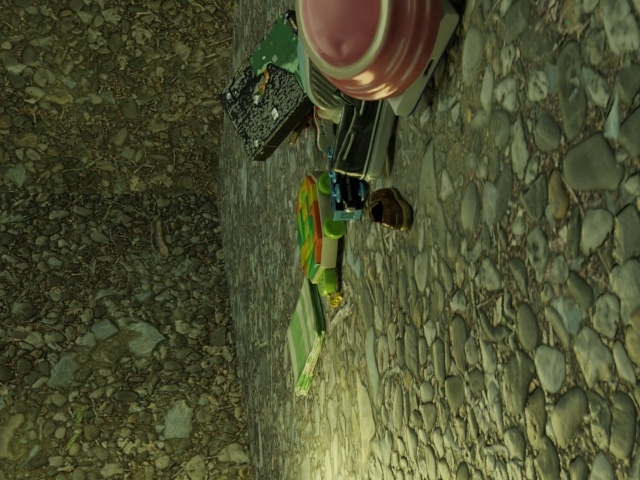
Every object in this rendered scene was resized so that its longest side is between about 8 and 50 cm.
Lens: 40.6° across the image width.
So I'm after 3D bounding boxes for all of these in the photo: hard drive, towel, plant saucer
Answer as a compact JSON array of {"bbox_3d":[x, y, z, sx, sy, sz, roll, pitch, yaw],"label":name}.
[{"bbox_3d":[0.133,-0.405,1.540,0.210,0.040,0.319,116,145,-41],"label":"hard drive"},{"bbox_3d":[-0.119,-0.402,2.267,0.339,0.064,0.237,-46,61,36],"label":"hard drive"},{"bbox_3d":[-0.046,0.258,2.447,0.325,0.038,0.248,105,161,-47],"label":"towel"},{"bbox_3d":[0.062,-0.402,1.460,0.332,0.084,0.332,19,115,48],"label":"plant saucer"}]

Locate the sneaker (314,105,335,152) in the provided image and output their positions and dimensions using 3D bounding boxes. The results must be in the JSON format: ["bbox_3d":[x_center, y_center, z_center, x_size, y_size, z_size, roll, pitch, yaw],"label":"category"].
[{"bbox_3d":[0.009,-0.301,2.161,0.065,0.061,0.158,-114,27,-73],"label":"sneaker"}]

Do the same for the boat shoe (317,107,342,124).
[{"bbox_3d":[0.041,-0.310,2.031,0.170,0.063,0.059,-144,57,-62],"label":"boat shoe"}]

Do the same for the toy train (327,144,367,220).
[{"bbox_3d":[0.054,-0.136,1.941,0.105,0.080,0.184,105,160,-65],"label":"toy train"}]

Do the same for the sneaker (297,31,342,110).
[{"bbox_3d":[-0.003,-0.476,1.916,0.150,0.135,0.366,-144,56,-70],"label":"sneaker"}]

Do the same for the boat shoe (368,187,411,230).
[{"bbox_3d":[0.124,-0.064,1.687,0.178,0.060,0.064,-127,39,-68],"label":"boat shoe"}]

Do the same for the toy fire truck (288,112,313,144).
[{"bbox_3d":[-0.070,-0.391,2.357,0.246,0.158,0.217,52,150,37],"label":"toy fire truck"}]

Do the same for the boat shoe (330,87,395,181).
[{"bbox_3d":[0.084,-0.283,1.708,0.121,0.119,0.335,-135,50,-72],"label":"boat shoe"}]

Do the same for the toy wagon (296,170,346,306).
[{"bbox_3d":[0.000,0.000,2.182,0.267,0.068,0.344,117,150,-63],"label":"toy wagon"}]
